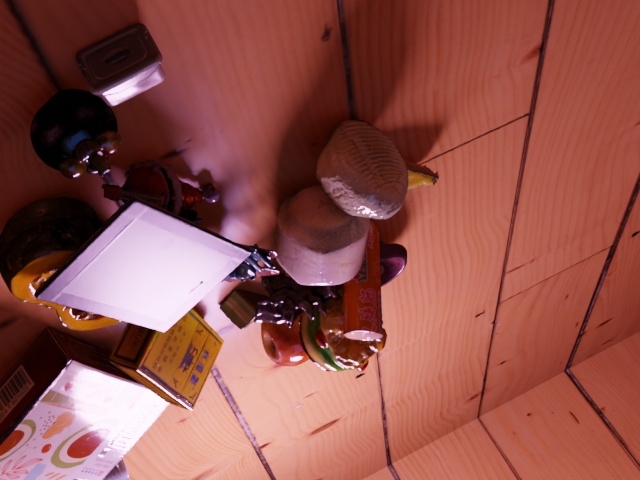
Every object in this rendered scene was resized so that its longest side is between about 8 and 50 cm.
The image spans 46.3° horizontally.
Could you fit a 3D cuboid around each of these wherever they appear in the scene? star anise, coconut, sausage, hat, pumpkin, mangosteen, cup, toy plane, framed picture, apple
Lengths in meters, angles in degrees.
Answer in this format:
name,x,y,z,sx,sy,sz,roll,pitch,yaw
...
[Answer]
name,x,y,z,sx,sy,sz,roll,pitch,yaw
star anise,-0.051,0.110,1.794,0.220,0.214,0.099,-58,143,-38
coconut,0.000,0.000,1.661,0.224,0.224,0.234,-21,144,-15
sausage,0.097,0.073,1.758,0.093,0.312,0.093,0,161,0
hat,0.131,0.057,1.942,0.206,0.089,0.205,-22,152,-12
pumpkin,-0.446,0.043,1.412,0.222,0.139,0.317,-29,146,1
mangosteen,-0.381,-0.159,1.186,0.137,0.151,0.137,-35,164,-11
cup,-0.622,0.671,2.143,0.130,0.095,0.128,-18,143,-25
toy plane,-0.228,0.024,1.573,0.223,0.104,0.326,-10,159,27
framed picture,-0.318,0.059,1.403,0.265,0.016,0.347,-43,147,13
hat,-0.280,-0.084,1.431,0.140,0.128,0.227,-13,176,30
apple,-0.060,0.231,1.948,0.199,0.199,0.199,-21,146,-15

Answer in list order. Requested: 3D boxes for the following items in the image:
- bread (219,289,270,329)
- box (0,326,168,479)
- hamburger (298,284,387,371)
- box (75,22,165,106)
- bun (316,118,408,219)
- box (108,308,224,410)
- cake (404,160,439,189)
name,x,y,z,sx,sy,sz,roll,pitch,yaw
bread,-0.180,0.159,1.895,0.074,0.084,0.139,-46,175,21
box,-0.586,0.414,1.731,0.344,0.122,0.385,-49,146,-1
hamburger,0.072,0.213,1.850,0.149,0.237,0.237,-13,164,41
box,-0.305,-0.269,1.164,0.122,0.089,0.062,-28,158,-4
bun,0.083,-0.136,1.549,0.220,0.220,0.134,6,149,-43
box,-0.345,0.253,1.732,0.192,0.084,0.301,-66,155,-22
cake,0.183,-0.169,1.719,0.185,0.079,0.116,-14,132,-9
